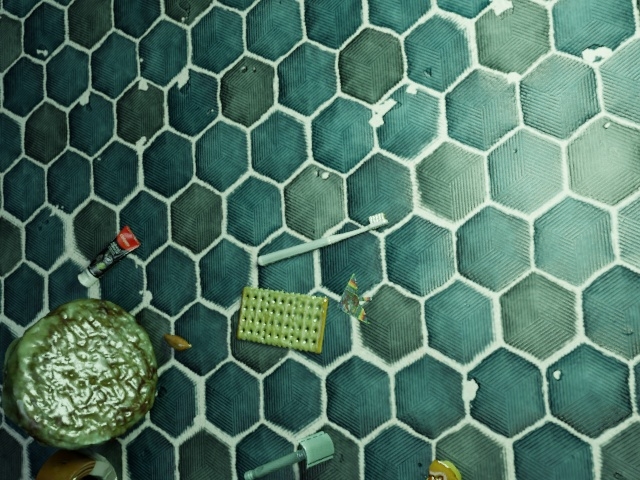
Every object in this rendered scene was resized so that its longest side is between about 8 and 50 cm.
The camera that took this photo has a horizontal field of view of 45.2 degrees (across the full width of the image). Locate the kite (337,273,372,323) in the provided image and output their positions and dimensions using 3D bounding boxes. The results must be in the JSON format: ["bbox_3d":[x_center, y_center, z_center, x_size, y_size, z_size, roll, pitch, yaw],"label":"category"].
[{"bbox_3d":[0.077,0.139,1.777,0.090,0.004,0.122,-16,78,23],"label":"kite"}]

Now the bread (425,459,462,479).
[{"bbox_3d":[0.243,0.545,1.616,0.156,0.086,0.125,-46,70,14],"label":"bread"}]

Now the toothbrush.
[{"bbox_3d":[0.000,0.002,1.815,0.342,0.025,0.030,-20,70,21],"label":"toothbrush"}]

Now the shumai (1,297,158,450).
[{"bbox_3d":[-0.632,0.378,1.930,0.348,0.395,0.395,-43,67,42],"label":"shumai"}]

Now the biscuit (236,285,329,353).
[{"bbox_3d":[-0.095,0.187,1.845,0.231,0.016,0.139,7,89,25],"label":"biscuit"}]

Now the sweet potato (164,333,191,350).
[{"bbox_3d":[-0.365,0.258,1.948,0.095,0.034,0.034,18,92,35],"label":"sweet potato"}]

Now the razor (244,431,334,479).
[{"bbox_3d":[-0.085,0.515,1.779,0.232,0.106,0.068,-32,72,30],"label":"razor"}]

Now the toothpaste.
[{"bbox_3d":[-0.567,0.045,2.058,0.193,0.045,0.071,-41,70,9],"label":"toothpaste"}]

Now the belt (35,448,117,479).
[{"bbox_3d":[-0.599,0.610,1.900,0.105,0.261,0.184,16,67,22],"label":"belt"}]
